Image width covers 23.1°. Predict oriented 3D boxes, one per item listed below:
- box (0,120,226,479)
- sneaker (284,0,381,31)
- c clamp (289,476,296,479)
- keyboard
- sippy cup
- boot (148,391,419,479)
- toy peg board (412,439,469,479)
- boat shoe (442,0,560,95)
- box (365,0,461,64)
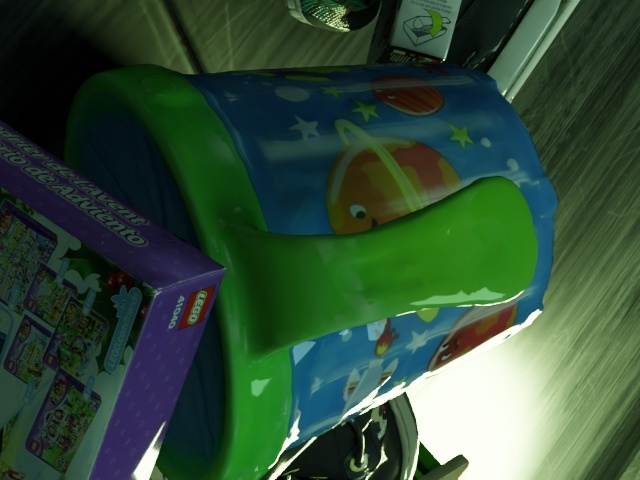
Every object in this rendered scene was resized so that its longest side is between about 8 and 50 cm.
[{"bbox_3d":[-0.179,0.092,0.753,0.057,0.201,0.293,-17,135,-57],"label":"box"},{"bbox_3d":[0.015,-0.165,0.991,0.065,0.076,0.166,-57,158,-1],"label":"sneaker"},{"bbox_3d":[-0.026,0.266,1.441,0.160,0.022,0.137,106,-13,-48],"label":"c clamp"},{"bbox_3d":[0.191,-0.173,1.324,0.072,0.014,0.256,-51,175,-38],"label":"keyboard"},{"bbox_3d":[0.000,0.000,0.878,0.224,0.305,0.240,-15,133,-25],"label":"sippy cup"},{"bbox_3d":[-0.059,0.172,1.186,0.284,0.138,0.377,-47,151,-28],"label":"boot"},{"bbox_3d":[0.070,0.300,1.726,0.161,0.079,0.161,-27,144,-26],"label":"toy peg board"},{"bbox_3d":[0.176,-0.250,1.198,0.302,0.091,0.114,-58,177,-7],"label":"boat shoe"},{"bbox_3d":[0.065,-0.162,1.008,0.207,0.036,0.114,-164,-91,-87],"label":"box"}]
